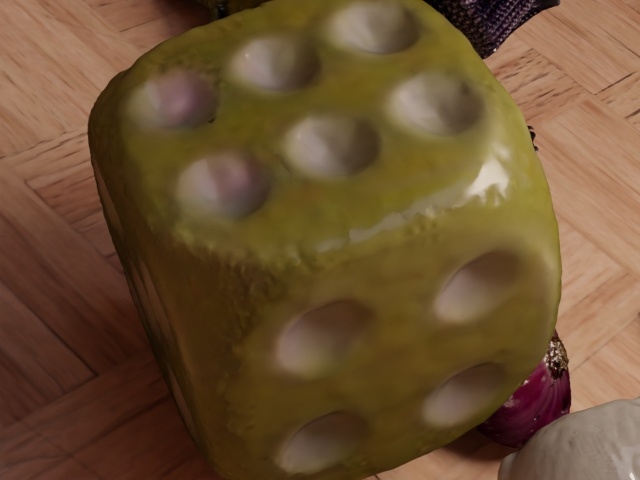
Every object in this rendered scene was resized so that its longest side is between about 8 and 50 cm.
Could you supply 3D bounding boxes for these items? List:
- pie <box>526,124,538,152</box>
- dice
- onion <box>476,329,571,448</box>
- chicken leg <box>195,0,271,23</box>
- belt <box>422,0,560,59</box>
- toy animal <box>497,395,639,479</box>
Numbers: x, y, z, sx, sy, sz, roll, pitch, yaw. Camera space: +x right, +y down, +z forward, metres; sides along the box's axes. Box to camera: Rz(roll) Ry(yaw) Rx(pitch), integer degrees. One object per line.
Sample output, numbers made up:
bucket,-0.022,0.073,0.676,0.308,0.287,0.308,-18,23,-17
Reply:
pie,0.145,-0.034,1.240,0.088,0.033,0.191,6,44,-3
dice,0.000,0.000,0.919,0.238,0.233,0.227,-22,49,-12
onion,0.129,0.095,1.047,0.115,0.104,0.115,50,30,-43
chicken leg,-0.020,-0.177,1.244,0.201,0.153,0.429,-3,38,-43
belt,0.057,-0.273,1.286,0.260,0.122,0.325,39,-6,-32
toy animal,0.222,0.231,0.910,0.138,0.141,0.282,-9,46,-23
